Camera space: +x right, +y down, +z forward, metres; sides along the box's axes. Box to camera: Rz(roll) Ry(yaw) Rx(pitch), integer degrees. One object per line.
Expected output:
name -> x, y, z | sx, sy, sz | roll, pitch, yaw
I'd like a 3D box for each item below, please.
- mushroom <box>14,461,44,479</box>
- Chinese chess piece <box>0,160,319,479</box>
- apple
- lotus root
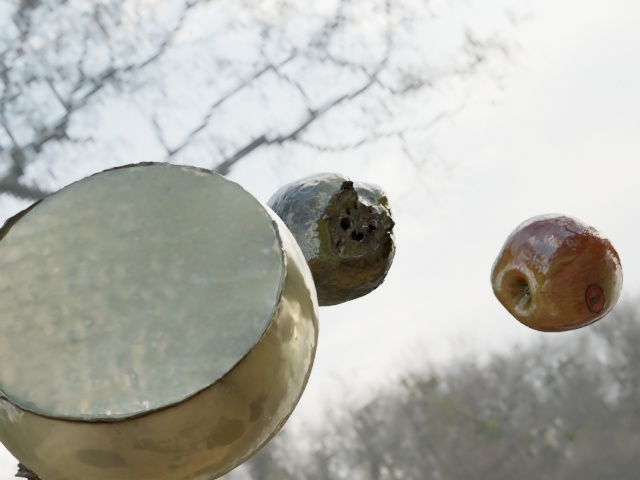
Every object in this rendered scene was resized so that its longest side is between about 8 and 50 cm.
mushroom -> -0.374, 0.349, 2.068 | 0.080, 0.135, 0.170 | -10, -67, -69
Chinese chess piece -> -0.169, 0.080, 1.597 | 0.338, 0.338, 0.140 | -30, -41, -14
apple -> 0.274, 0.039, 1.989 | 0.131, 0.146, 0.146 | -31, -18, -28
lotus root -> 0.000, 0.000, 2.102 | 0.152, 0.160, 0.275 | 3, -8, -12
